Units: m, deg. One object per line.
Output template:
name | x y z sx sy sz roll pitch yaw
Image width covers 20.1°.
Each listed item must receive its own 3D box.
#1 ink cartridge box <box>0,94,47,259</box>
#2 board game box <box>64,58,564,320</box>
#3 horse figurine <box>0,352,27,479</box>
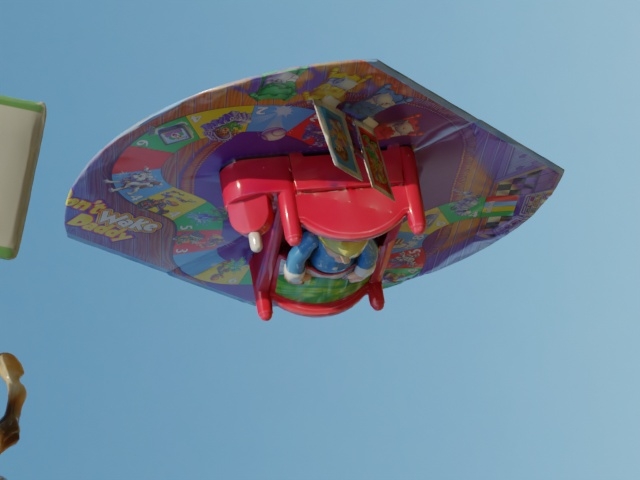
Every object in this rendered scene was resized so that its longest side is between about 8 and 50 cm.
ink cartridge box | -0.256 -0.051 1.021 0.154 0.212 0.093 10 -88 -21
board game box | 0.000 0.000 0.595 0.168 0.133 0.033 24 -132 -49
horse figurine | -0.223 0.096 0.871 0.263 0.066 0.174 38 -150 -34
